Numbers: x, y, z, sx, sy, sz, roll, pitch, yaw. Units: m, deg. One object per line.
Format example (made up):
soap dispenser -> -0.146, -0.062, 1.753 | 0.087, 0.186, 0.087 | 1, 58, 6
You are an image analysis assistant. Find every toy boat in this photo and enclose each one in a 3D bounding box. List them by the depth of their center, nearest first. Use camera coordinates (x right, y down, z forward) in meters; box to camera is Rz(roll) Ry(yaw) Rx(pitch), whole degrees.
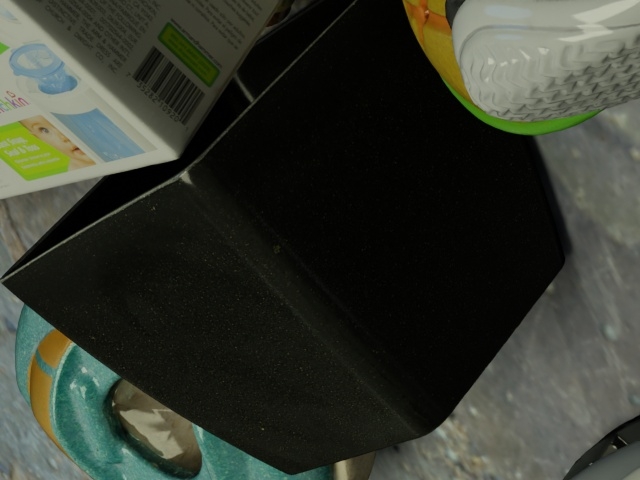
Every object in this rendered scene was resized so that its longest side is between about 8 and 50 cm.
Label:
toy boat -> -0.114, 0.028, 1.029 | 0.267, 0.148, 0.318 | -1, 115, 49

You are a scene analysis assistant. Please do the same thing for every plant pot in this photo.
plant pot -> 0.000, 0.000, 0.870 | 0.167, 0.187, 0.188 | 49, 144, -11

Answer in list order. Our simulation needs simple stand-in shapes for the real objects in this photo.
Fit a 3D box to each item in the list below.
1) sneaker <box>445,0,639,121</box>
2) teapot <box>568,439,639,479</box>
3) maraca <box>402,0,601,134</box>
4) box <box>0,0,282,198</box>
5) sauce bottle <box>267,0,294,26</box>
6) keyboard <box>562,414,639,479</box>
sneaker -> 0.156, -0.201, 0.564 | 0.366, 0.137, 0.210 | -31, 75, 36
teapot -> 0.174, 0.163, 0.713 | 0.252, 0.256, 0.187 | 28, 154, 24
maraca -> 0.082, -0.134, 0.744 | 0.127, 0.099, 0.185 | -16, 78, 41
box -> -0.130, -0.096, 0.830 | 0.114, 0.103, 0.203 | 43, 151, -24
sauce bottle -> -0.018, -0.159, 0.878 | 0.042, 0.042, 0.128 | 43, 138, 18
keyboard -> 0.225, 0.238, 0.899 | 0.317, 0.033, 0.201 | 44, 141, 19
